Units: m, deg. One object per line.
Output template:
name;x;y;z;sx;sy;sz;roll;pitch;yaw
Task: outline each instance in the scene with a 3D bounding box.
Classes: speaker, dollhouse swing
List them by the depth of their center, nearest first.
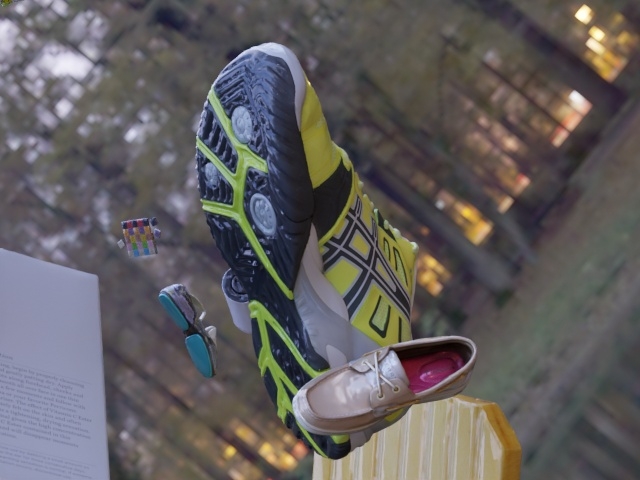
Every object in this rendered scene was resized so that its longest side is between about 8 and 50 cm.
dollhouse swing;0.009;0.329;1.642;0.315;0.305;0.347;-17;16;-35
speaker;-0.098;0.079;2.193;0.055;0.055;0.136;-50;-17;-14

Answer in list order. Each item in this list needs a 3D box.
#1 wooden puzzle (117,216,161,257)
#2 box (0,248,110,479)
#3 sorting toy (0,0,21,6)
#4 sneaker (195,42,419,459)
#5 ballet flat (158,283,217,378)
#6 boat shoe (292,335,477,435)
wooden puzzle;-0.239;-0.004;2.174;0.083;0.049;0.006;-6;10;39
box;-0.344;0.201;1.741;0.215;0.168;0.345;-57;27;31
sorting toy;-0.400;-0.302;2.017;0.075;0.083;0.045;-9;-75;-61
sneaker;0.000;0.000;1.463;0.147;0.385;0.145;-27;28;-29
ballet flat;-0.137;0.097;1.828;0.041;0.114;0.041;-28;9;5
boat shoe;0.057;0.114;1.375;0.170;0.063;0.059;-17;-25;-27
